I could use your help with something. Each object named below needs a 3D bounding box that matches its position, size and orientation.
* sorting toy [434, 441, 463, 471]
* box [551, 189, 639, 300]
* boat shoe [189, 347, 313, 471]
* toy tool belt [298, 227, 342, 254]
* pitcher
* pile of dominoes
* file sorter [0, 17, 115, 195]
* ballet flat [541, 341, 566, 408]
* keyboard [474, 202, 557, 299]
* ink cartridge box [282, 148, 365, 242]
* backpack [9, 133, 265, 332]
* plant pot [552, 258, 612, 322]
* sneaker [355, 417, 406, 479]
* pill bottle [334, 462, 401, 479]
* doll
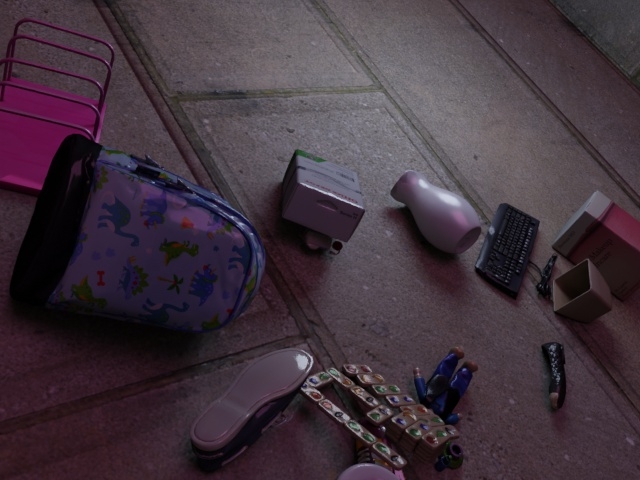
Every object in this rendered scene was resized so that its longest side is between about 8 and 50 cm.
[{"bbox_3d":[0.217,0.371,1.297,0.102,0.042,0.061,16,44,-17],"label":"sorting toy"},{"bbox_3d":[0.738,0.013,1.869,0.232,0.148,0.127,39,43,9],"label":"box"},{"bbox_3d":[-0.102,0.267,1.170,0.095,0.079,0.254,19,39,28],"label":"boat shoe"},{"bbox_3d":[0.000,0.000,1.518,0.083,0.052,0.051,16,0,-24],"label":"toy tool belt"},{"bbox_3d":[0.284,-0.064,1.710,0.178,0.125,0.207,3,37,-52],"label":"pitcher"},{"bbox_3d":[0.104,0.278,1.250,0.251,0.040,0.196,33,25,29],"label":"pile of dominoes"},{"bbox_3d":[-0.501,-0.247,1.357,0.202,0.182,0.290,13,45,-19],"label":"file sorter"},{"bbox_3d":[0.492,0.286,1.550,0.049,0.057,0.173,-5,37,21],"label":"ballet flat"},{"bbox_3d":[0.496,0.033,1.797,0.202,0.033,0.317,33,42,1],"label":"keyboard"},{"bbox_3d":[0.002,-0.097,1.540,0.153,0.086,0.208,22,23,-11],"label":"ink cartridge box"},{"bbox_3d":[-0.269,0.017,1.187,0.356,0.273,0.290,23,84,-33],"label":"backpack"},{"bbox_3d":[0.624,0.130,1.730,0.096,0.109,0.109,36,40,-14],"label":"plant pot"},{"bbox_3d":[0.084,0.375,1.195,0.084,0.069,0.185,3,48,-35],"label":"sneaker"},{"bbox_3d":[0.032,0.409,1.021,0.121,0.216,0.121,16,44,-16],"label":"pill bottle"},{"bbox_3d":[0.226,0.283,1.384,0.129,0.046,0.189,44,48,-1],"label":"doll"}]
